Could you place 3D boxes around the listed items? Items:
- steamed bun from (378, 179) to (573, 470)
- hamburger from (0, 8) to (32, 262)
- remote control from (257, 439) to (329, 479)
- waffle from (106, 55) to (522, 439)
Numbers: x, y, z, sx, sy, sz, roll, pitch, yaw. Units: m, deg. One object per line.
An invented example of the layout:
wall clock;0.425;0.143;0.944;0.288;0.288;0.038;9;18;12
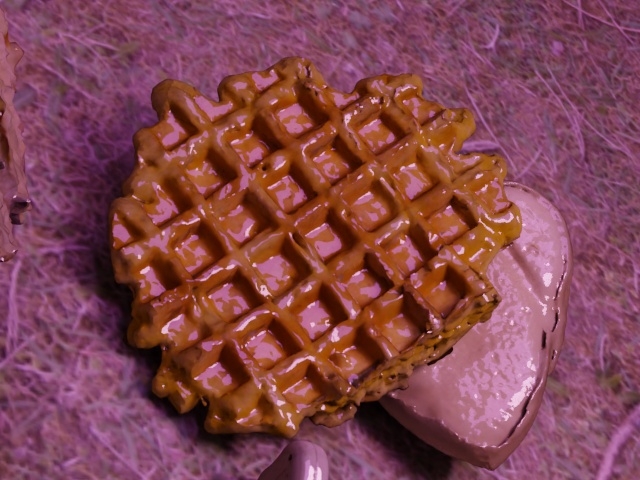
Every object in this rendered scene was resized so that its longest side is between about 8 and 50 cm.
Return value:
steamed bun;0.106;0.055;1.545;0.212;0.110;0.231;-35;79;-23
hamburger;-0.357;-0.186;1.253;0.268;0.287;0.445;-100;176;-74
remote control;-0.016;0.198;1.348;0.032;0.074;0.122;16;47;-25
waffle;-0.001;0.001;1.458;0.312;0.060;0.307;0;66;-9
